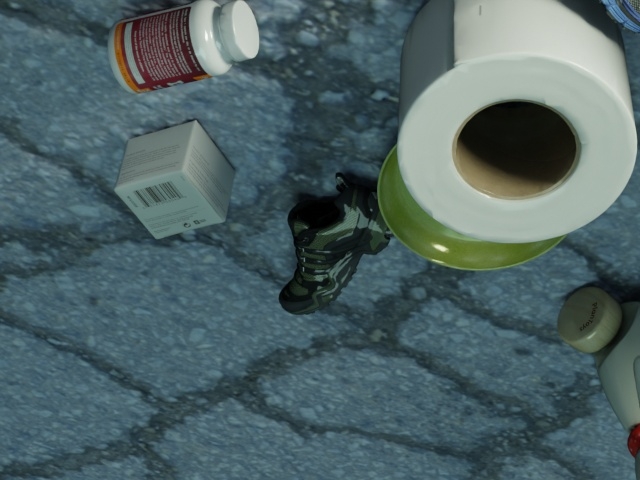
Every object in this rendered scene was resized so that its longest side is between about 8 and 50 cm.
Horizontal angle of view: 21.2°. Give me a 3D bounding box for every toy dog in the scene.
[{"bbox_3d":[0.425,0.173,2.078,0.220,0.333,0.161,15,129,-47],"label":"toy dog"}]

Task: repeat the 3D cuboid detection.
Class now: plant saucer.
[{"bbox_3d":[0.187,-0.066,1.991,0.241,0.037,0.241,2,131,2],"label":"plant saucer"}]

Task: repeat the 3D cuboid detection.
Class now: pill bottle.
[{"bbox_3d":[-0.149,-0.215,1.865,0.152,0.086,0.086,-10,136,22],"label":"pill bottle"}]

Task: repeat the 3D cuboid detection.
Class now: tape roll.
[{"bbox_3d":[0.203,-0.141,1.793,0.246,0.169,0.246,2,129,3],"label":"tape roll"}]

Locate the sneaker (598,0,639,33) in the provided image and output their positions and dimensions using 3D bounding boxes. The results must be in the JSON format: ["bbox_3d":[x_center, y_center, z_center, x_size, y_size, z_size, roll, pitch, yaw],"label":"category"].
[{"bbox_3d":[0.303,-0.287,1.703,0.087,0.083,0.221,-27,132,25],"label":"sneaker"}]

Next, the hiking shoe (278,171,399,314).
[{"bbox_3d":[0.000,0.000,2.106,0.114,0.086,0.227,33,126,-14],"label":"hiking shoe"}]

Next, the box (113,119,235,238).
[{"bbox_3d":[-0.173,-0.072,2.037,0.101,0.087,0.102,-14,136,25],"label":"box"}]
